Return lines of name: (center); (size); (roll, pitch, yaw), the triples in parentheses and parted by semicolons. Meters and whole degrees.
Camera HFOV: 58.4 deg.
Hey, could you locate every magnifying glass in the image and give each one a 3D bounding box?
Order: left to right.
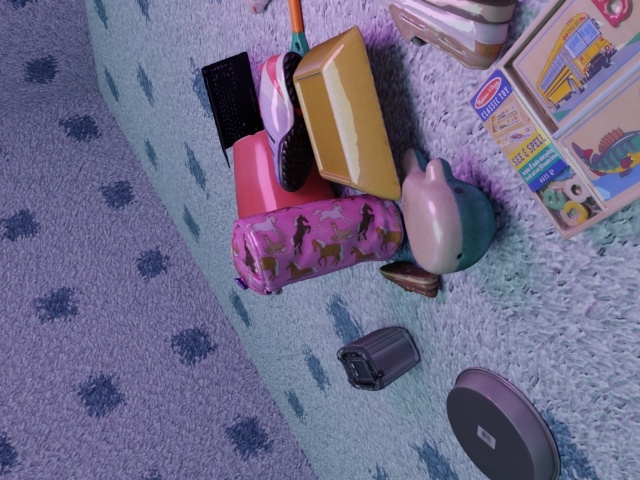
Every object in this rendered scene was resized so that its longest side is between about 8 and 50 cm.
magnifying glass: (-0.051, -0.462, 1.334); (0.092, 0.026, 0.231); (37, 142, 46)

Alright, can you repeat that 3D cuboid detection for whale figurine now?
whale figurine: (0.228, -0.064, 1.064); (0.272, 0.141, 0.216); (-105, 10, -49)

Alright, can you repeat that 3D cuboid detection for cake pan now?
cake pan: (0.382, 0.421, 1.254); (0.293, 0.054, 0.293); (44, 148, 38)

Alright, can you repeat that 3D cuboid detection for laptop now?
laptop: (-0.223, -0.358, 1.540); (0.136, 0.264, 0.235); (14, 126, 37)

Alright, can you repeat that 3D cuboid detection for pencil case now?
pencil case: (0.000, 0.000, 1.240); (0.160, 0.385, 0.167); (25, 123, 53)

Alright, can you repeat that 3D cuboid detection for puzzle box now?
puzzle box: (0.371, -0.196, 0.715); (0.272, 0.052, 0.409); (60, 155, 13)

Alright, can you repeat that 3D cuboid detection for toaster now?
toaster: (0.152, 0.304, 1.488); (0.129, 0.146, 0.227); (63, 156, 2)

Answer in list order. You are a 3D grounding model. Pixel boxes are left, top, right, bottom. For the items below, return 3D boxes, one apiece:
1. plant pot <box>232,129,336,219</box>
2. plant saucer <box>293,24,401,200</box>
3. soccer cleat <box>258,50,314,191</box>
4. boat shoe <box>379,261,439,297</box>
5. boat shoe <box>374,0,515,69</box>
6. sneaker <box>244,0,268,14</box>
plant pot: (-0.102, -0.151, 1.476); (0.275, 0.274, 0.244); (-15, 89, 65)
plant saucer: (0.035, -0.247, 1.200); (0.332, 0.080, 0.333); (-144, 36, -71)
soccer cleat: (-0.088, -0.272, 1.341); (0.116, 0.108, 0.319); (1, 95, 42)
boat shoe: (0.198, 0.090, 1.300); (0.178, 0.064, 0.060); (14, 123, 56)
boat shoe: (0.160, -0.360, 0.906); (0.302, 0.113, 0.104); (43, 142, 38)
sneaker: (-0.138, -0.586, 1.351); (0.075, 0.057, 0.161); (62, 153, 19)
